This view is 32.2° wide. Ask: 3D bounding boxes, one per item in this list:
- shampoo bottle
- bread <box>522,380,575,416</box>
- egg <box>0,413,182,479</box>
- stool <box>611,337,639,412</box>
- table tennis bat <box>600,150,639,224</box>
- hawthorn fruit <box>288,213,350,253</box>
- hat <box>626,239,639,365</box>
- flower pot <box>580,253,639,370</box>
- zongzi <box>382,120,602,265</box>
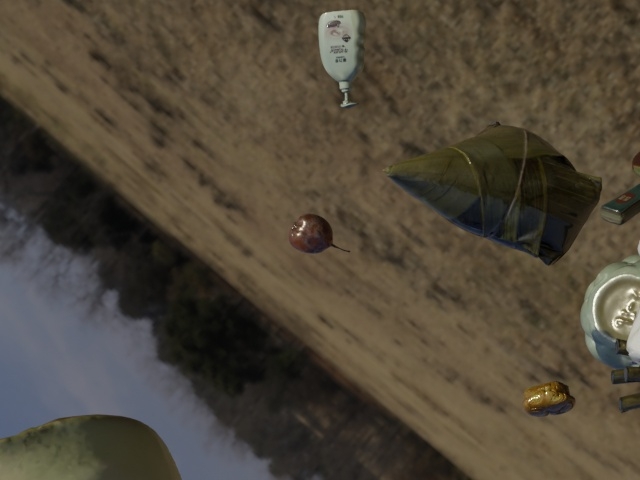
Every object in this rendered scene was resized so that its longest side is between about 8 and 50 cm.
[{"bbox_3d":[0.036,-0.284,1.754,0.077,0.152,0.045,-1,-175,14],"label":"shampoo bottle"},{"bbox_3d":[0.362,0.253,1.768,0.083,0.046,0.081,-1,155,-3],"label":"bread"},{"bbox_3d":[-0.211,0.299,0.970,0.264,0.286,0.174,-7,-150,-37],"label":"egg"},{"bbox_3d":[0.500,0.186,1.614,0.121,0.125,0.217,1,156,0],"label":"stool"},{"bbox_3d":[0.440,-0.085,1.354,0.154,0.274,0.021,22,132,49],"label":"table tennis bat"},{"bbox_3d":[0.000,0.000,1.784,0.103,0.067,0.067,33,174,-7],"label":"hawthorn fruit"},{"bbox_3d":[0.397,0.091,1.155,0.203,0.126,0.203,30,174,3],"label":"hat"},{"bbox_3d":[0.613,0.146,2.099,0.246,0.246,0.195,35,-171,37],"label":"flower pot"},{"bbox_3d":[0.202,-0.109,1.586,0.317,0.154,0.289,17,-164,-19],"label":"zongzi"}]
